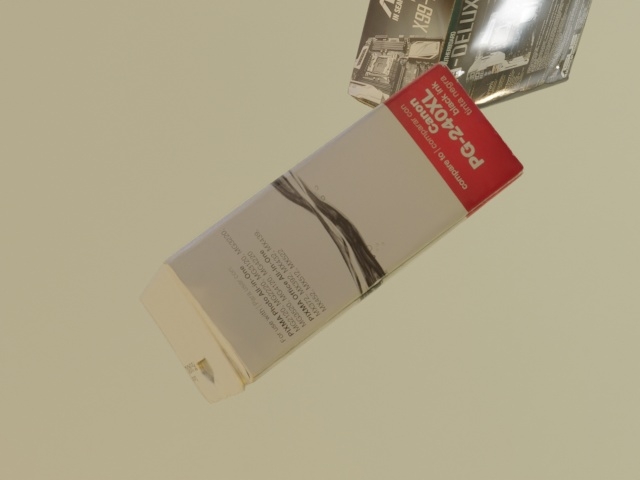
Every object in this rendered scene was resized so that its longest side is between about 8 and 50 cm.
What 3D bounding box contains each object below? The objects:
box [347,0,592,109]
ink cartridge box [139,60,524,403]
[{"bbox_3d":[0.148,-0.254,1.054,0.242,0.076,0.308,-22,-47,-50],"label":"box"},{"bbox_3d":[0.000,0.000,0.605,0.150,0.109,0.063,-36,-91,-17],"label":"ink cartridge box"}]
